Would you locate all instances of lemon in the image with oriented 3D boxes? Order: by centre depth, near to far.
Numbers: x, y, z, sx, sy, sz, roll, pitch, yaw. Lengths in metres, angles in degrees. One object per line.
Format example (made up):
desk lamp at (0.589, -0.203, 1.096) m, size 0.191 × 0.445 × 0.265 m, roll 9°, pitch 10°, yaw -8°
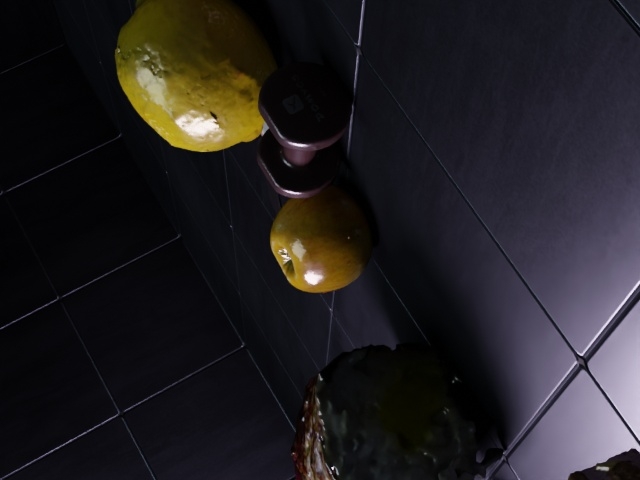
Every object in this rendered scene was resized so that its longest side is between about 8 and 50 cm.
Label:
lemon at (-0.200, -0.281, 1.780) m, size 0.260 × 0.260 × 0.284 m, roll 38°, pitch 149°, yaw 60°

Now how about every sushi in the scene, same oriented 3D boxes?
sushi at (0.105, 0.342, 1.779) m, size 0.300 × 0.281 × 0.294 m, roll 64°, pitch 158°, yaw 21°

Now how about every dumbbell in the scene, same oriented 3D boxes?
dumbbell at (-0.028, -0.164, 1.639) m, size 0.140 × 0.124 × 0.225 m, roll 57°, pitch 166°, yaw 16°

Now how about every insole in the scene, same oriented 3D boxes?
insole at (-0.104, -0.131, 2.244) m, size 0.086 × 0.005 × 0.253 m, roll 55°, pitch 165°, yaw 30°

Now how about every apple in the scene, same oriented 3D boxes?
apple at (0.000, 0.000, 1.791) m, size 0.182 × 0.155 × 0.182 m, roll 59°, pitch 168°, yaw 22°

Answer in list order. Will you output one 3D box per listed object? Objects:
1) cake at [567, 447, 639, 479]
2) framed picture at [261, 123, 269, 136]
cake at (0.362, 0.305, 1.128) m, size 0.113 × 0.115 × 0.295 m, roll 64°, pitch 167°, yaw -12°
framed picture at (-0.037, -0.117, 1.944) m, size 0.213 × 0.016 × 0.289 m, roll 39°, pitch 158°, yaw 56°
